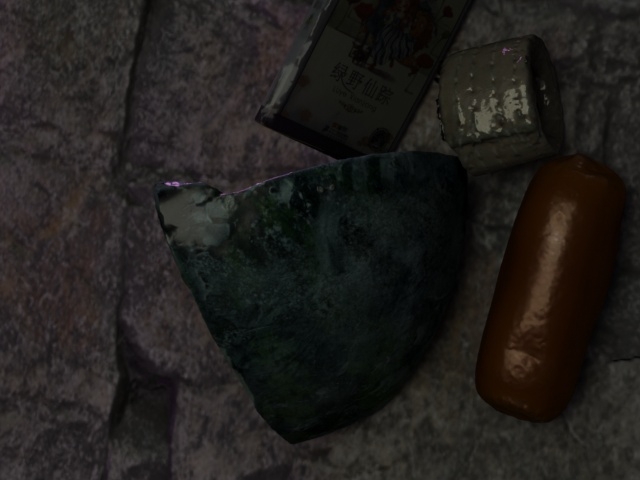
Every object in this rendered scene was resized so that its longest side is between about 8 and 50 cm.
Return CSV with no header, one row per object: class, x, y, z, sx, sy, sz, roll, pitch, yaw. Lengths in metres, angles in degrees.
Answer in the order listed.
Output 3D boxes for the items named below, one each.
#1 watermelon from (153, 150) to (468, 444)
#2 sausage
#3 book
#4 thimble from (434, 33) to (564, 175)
watermelon,0.000,0.000,1.597,0.289,0.320,0.214,-42,28,-3
sausage,0.200,0.040,1.545,0.098,0.098,0.238,17,92,27
book,0.051,-0.182,1.611,0.026,0.157,0.231,33,98,46
thimble,0.160,-0.120,1.579,0.090,0.102,0.115,-11,43,23
